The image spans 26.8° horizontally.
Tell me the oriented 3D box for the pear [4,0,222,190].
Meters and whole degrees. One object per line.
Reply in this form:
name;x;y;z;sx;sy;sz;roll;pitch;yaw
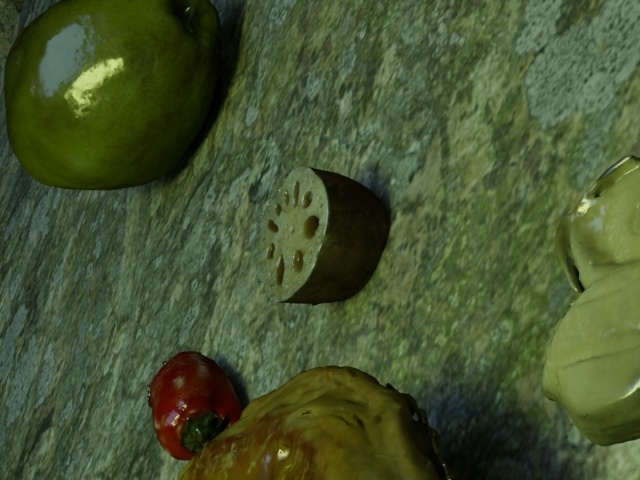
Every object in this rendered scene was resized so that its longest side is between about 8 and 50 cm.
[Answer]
pear;-0.261;-0.200;1.694;0.321;0.269;0.269;-37;38;28

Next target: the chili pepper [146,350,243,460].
chili pepper;-0.121;0.174;1.319;0.192;0.084;0.086;-138;54;-68

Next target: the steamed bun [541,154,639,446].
steamed bun;0.209;0.035;0.747;0.192;0.106;0.177;-45;30;26

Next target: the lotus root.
lotus root;0.000;0.002;1.207;0.122;0.081;0.112;-52;32;32

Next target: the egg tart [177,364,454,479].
egg tart;-0.014;0.302;0.902;0.443;0.178;0.443;-46;32;40
